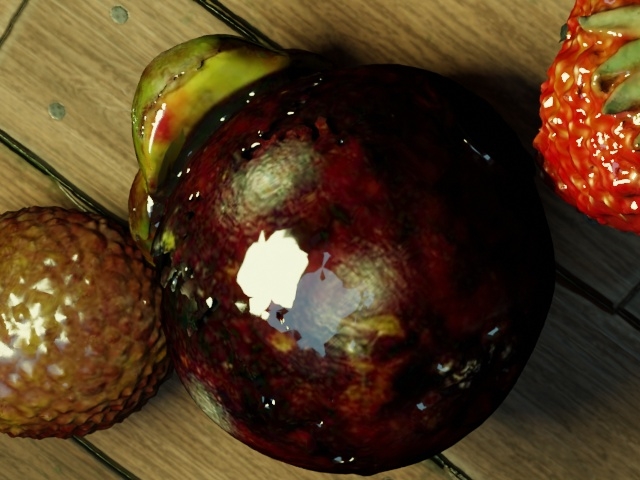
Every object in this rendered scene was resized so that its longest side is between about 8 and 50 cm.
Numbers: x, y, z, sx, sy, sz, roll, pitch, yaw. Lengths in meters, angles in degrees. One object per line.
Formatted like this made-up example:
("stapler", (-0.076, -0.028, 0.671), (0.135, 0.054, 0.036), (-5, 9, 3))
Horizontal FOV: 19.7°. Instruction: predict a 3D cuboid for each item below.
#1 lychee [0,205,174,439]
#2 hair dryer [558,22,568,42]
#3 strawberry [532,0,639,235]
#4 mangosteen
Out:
("lychee", (-0.270, 0.086, 1.852), (0.260, 0.260, 0.261), (7, 118, 14))
("hair dryer", (0.241, -0.281, 1.597), (0.235, 0.091, 0.272), (30, 126, 11))
("strawberry", (0.327, -0.109, 1.537), (0.292, 0.343, 0.292), (-2, 74, 7))
("mangosteen", (0.018, -0.005, 1.644), (0.381, 0.381, 0.421), (-34, 73, 29))
